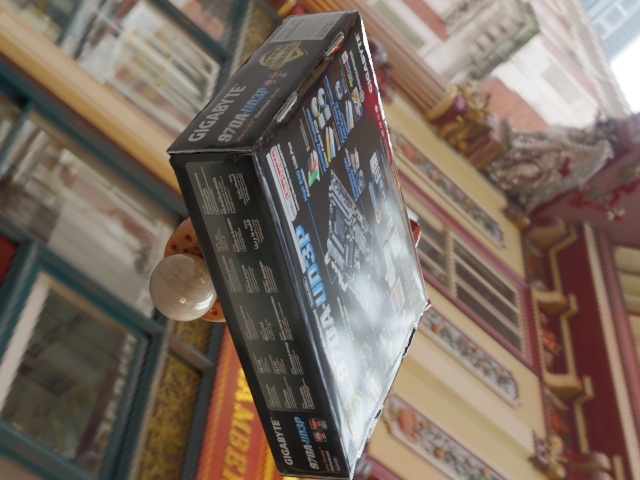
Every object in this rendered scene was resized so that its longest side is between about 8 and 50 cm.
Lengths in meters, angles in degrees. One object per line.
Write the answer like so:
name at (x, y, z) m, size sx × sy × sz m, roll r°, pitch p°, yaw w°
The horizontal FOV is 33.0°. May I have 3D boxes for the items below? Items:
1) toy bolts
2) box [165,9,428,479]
toy bolts at (-0.026, 0.074, 0.959) m, size 0.228 × 0.218 × 0.158 m, roll -2°, pitch -159°, yaw 35°
box at (0.000, 0.000, 0.633) m, size 0.051 × 0.220 × 0.175 m, roll -1°, pitch -147°, yaw 24°
